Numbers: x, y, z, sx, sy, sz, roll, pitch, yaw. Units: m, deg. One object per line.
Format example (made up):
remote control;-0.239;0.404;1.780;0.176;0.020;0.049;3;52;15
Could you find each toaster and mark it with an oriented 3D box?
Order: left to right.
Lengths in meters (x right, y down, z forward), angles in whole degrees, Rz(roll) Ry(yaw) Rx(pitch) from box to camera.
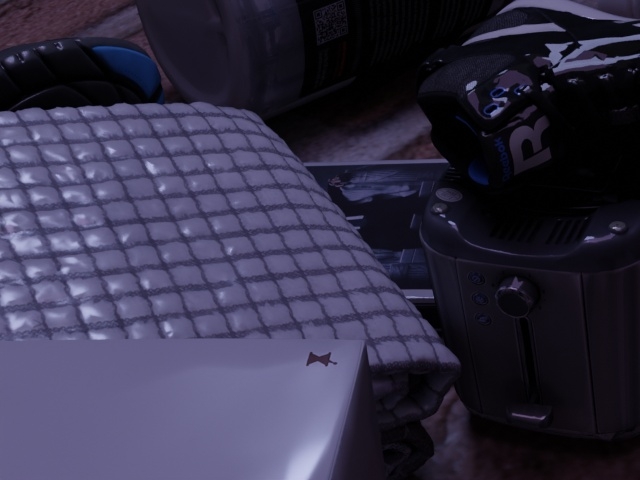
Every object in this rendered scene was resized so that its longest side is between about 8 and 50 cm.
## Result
toaster;0.142;0.003;0.731;0.129;0.146;0.227;7;36;24

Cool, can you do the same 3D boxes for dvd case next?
dvd case;0.000;0.000;0.888;0.238;0.029;0.179;0;32;14

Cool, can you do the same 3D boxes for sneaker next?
sneaker;-0.283;-0.078;1.004;0.341;0.125;0.139;-24;29;-25
sneaker;0.138;-0.056;0.623;0.121;0.079;0.217;-37;33;-31

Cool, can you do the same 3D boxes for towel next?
towel;-0.107;0.046;0.677;0.283;0.121;0.235;-8;44;-29

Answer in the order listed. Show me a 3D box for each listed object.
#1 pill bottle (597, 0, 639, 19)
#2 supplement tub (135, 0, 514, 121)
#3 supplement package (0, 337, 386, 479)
pill bottle;0.331;-0.190;1.010;0.221;0.124;0.124;11;37;28
supplement tub;0.028;-0.241;1.099;0.338;0.207;0.207;-25;35;-24
supplement package;-0.057;0.170;0.463;0.149;0.203;0.194;-1;32;14
